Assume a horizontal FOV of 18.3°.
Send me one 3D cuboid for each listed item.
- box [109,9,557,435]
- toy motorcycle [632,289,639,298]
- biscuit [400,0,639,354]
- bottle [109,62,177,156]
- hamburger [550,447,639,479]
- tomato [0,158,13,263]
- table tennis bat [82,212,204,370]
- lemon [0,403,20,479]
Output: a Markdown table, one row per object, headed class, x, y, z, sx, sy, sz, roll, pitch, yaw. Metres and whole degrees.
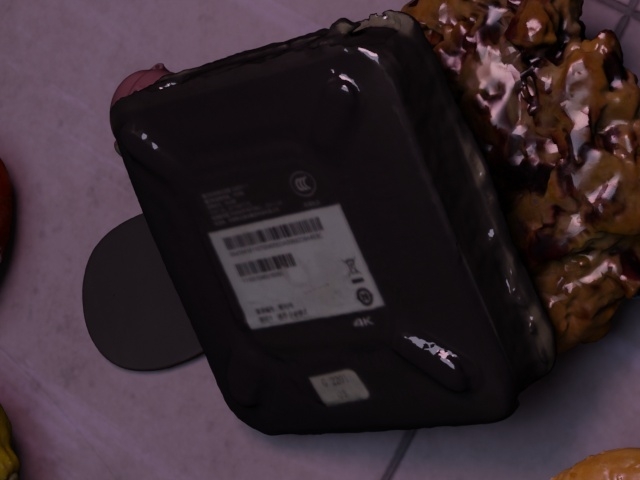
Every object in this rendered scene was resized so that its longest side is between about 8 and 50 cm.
| class | x | y | z | sx | sy | sz | roll | pitch | yaw |
| --- | --- | --- | --- | --- | --- | --- | --- | --- | --- |
| box | 0.000 | 0.000 | 1.665 | 0.359 | 0.091 | 0.350 | -11 | 106 | 44 |
| toy motorcycle | 0.323 | -0.055 | 1.595 | 0.254 | 0.092 | 0.135 | -28 | 70 | 26 |
| biscuit | 0.149 | -0.063 | 1.643 | 0.289 | 0.081 | 0.334 | -4 | 95 | 47 |
| bottle | -0.089 | -0.096 | 1.820 | 0.233 | 0.110 | 0.110 | 18 | 92 | 29 |
| hamburger | 0.271 | 0.262 | 1.577 | 0.213 | 0.108 | 0.214 | -5 | 82 | 34 |
| tomato | -0.400 | -0.011 | 1.993 | 0.228 | 0.101 | 0.228 | -5 | 77 | 21 |
| table tennis bat | -0.116 | 0.033 | 1.870 | 0.274 | 0.021 | 0.154 | -19 | 75 | 28 |
| lemon | -0.397 | 0.194 | 1.915 | 0.248 | 0.184 | 0.184 | 12 | 89 | 30 |
